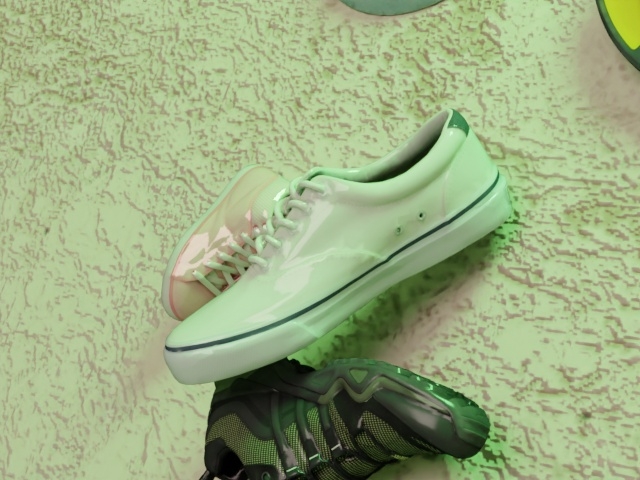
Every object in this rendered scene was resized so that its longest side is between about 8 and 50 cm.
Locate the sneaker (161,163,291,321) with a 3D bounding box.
[{"bbox_3d":[-0.060,0.006,1.126,0.070,0.051,0.134,22,73,46],"label":"sneaker"}]

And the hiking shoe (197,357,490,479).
[{"bbox_3d":[0.011,0.137,0.988,0.227,0.086,0.114,0,72,45],"label":"hiking shoe"}]

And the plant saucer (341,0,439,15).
[{"bbox_3d":[0.074,-0.269,1.210,0.195,0.037,0.195,-17,54,25],"label":"plant saucer"}]

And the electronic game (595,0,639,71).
[{"bbox_3d":[0.281,-0.199,0.992,0.229,0.048,0.229,-14,66,34],"label":"electronic game"}]

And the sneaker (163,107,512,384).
[{"bbox_3d":[0.000,0.000,1.015,0.258,0.091,0.094,-31,17,-11],"label":"sneaker"}]
